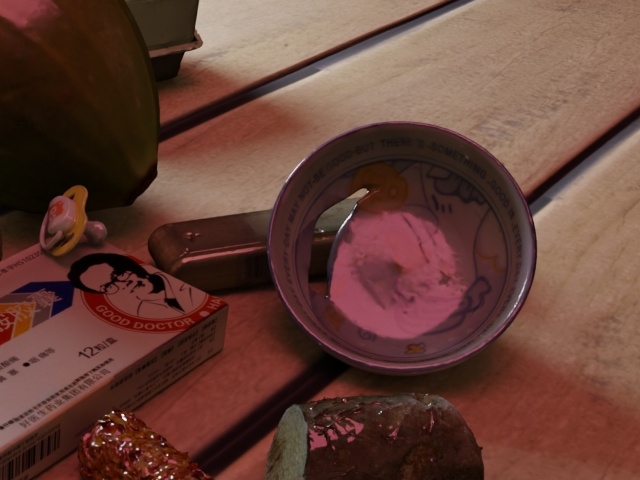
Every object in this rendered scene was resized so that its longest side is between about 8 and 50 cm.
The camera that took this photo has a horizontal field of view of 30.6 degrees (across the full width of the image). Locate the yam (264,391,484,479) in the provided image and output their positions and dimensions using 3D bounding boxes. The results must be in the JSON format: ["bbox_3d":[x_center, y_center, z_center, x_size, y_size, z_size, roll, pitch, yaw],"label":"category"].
[{"bbox_3d":[0.044,0.182,1.000,0.183,0.107,0.107,-2,32,-21],"label":"yam"}]

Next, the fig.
[{"bbox_3d":[-0.312,-0.165,1.328,0.316,0.316,0.316,6,31,-4],"label":"fig"}]

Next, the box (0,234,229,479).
[{"bbox_3d":[-0.276,0.108,1.080,0.214,0.069,0.353,25,33,26],"label":"box"}]

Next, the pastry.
[{"bbox_3d":[-0.136,0.196,0.964,0.169,0.063,0.087,29,34,32],"label":"pastry"}]

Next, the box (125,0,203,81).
[{"bbox_3d":[-0.327,-0.320,1.661,0.290,0.166,0.220,-17,49,-36],"label":"box"}]

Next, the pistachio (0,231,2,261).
[{"bbox_3d":[-0.424,-0.002,1.150,0.223,0.152,0.126,8,21,-40],"label":"pistachio"}]

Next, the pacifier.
[{"bbox_3d":[-0.249,-0.012,1.193,0.064,0.068,0.083,29,36,-36],"label":"pacifier"}]

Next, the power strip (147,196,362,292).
[{"bbox_3d":[0.000,0.000,1.332,0.387,0.066,0.092,-9,33,-22],"label":"power strip"}]

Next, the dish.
[{"bbox_3d":[0.082,0.024,1.239,0.273,0.134,0.273,0,68,0],"label":"dish"}]
